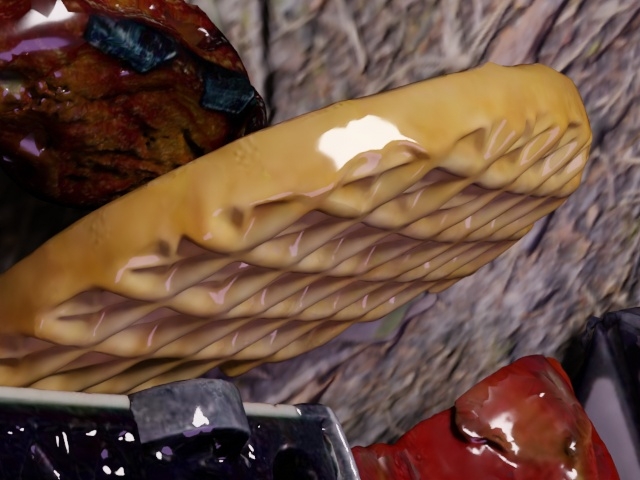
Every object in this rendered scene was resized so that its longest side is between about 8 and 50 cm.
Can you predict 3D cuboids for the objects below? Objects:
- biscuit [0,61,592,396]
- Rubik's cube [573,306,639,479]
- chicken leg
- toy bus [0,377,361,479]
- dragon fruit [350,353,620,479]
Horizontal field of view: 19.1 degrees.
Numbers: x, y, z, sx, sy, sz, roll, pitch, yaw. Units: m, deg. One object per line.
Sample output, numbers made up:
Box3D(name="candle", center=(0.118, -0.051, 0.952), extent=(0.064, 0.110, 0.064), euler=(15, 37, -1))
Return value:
Box3D(name="biscuit", center=(0.000, 0.000, 0.749), extent=(0.309, 0.040, 0.204), euler=(-16, 162, -38))
Box3D(name="Rubik's cube", center=(0.312, 0.210, 1.098), extent=(0.307, 0.305, 0.310), euler=(-8, 120, -47))
Box3D(name="chicken leg", center=(-0.112, -0.048, 0.634), extent=(0.253, 0.051, 0.106), euler=(-2, 132, -43))
Box3D(name="toy bus", center=(-0.121, 0.142, 0.705), extent=(0.179, 0.143, 0.305), euler=(-28, 158, 32))
Box3D(name="dragon fruit", center=(0.032, 0.238, 0.902), extent=(0.329, 0.286, 0.228), euler=(-3, 142, -33))
